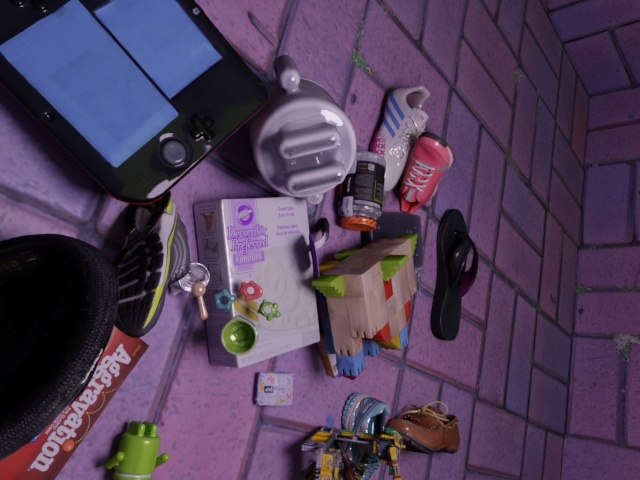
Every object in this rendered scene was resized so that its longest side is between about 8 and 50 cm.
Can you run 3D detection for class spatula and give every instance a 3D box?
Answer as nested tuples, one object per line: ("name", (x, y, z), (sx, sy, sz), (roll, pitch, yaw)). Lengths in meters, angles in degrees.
("spatula", (0.000, 0.000, 1.189), (0.296, 0.030, 0.084), (-68, 152, -70))

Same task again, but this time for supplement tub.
("supplement tub", (0.106, -0.126, 1.355), (0.117, 0.117, 0.190), (19, 73, -45))

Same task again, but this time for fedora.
("fedora", (-0.406, 0.156, 0.708), (0.152, 0.334, 0.334), (80, 32, -54))

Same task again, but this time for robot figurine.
("robot figurine", (-0.046, -0.219, 1.072), (0.200, 0.353, 0.300), (-11, 122, -7))
("robot figurine", (-0.315, 0.371, 0.891), (0.101, 0.067, 0.115), (26, 69, -46))

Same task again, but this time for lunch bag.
("lunch bag", (-0.102, 0.324, 1.141), (0.083, 0.053, 0.071), (13, 76, -37))

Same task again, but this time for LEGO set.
("LEGO set", (0.061, 0.568, 1.146), (0.192, 0.255, 0.331), (18, 84, -74))

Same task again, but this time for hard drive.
("hard drive", (0.208, 0.006, 1.503), (0.254, 0.054, 0.172), (-2, 88, -48))

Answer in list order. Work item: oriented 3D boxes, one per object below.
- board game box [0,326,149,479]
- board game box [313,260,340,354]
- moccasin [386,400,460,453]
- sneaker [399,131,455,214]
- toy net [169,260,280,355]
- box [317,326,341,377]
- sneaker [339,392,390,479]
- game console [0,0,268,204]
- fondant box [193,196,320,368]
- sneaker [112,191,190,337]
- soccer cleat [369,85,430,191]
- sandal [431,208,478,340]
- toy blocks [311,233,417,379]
("board game box", (-0.410, 0.244, 0.828), (0.145, 0.027, 0.281), (53, 52, -33))
("board game box", (0.058, 0.158, 1.300), (0.160, 0.047, 0.210), (-13, 88, -54))
("moccasin", (0.309, 0.537, 1.509), (0.380, 0.139, 0.147), (25, 68, -44))
("sneaker", (0.293, -0.175, 1.485), (0.136, 0.116, 0.314), (-53, 162, -22))
("toy net", (-0.192, 0.101, 0.964), (0.232, 0.045, 0.122), (40, 94, 1))
("box", (0.035, 0.275, 1.312), (0.081, 0.028, 0.136), (-32, 112, -45))
("sneaker", (0.107, 0.531, 1.300), (0.110, 0.122, 0.283), (22, 71, -44))
("game console", (-0.313, -0.287, 0.843), (0.342, 0.060, 0.386), (-47, 109, -19))
("fondant box", (-0.127, 0.076, 1.101), (0.238, 0.096, 0.330), (-8, 92, -48))
("sneaker", (-0.269, 0.042, 0.873), (0.300, 0.111, 0.121), (-93, 161, -47))
("soccer cleat", (0.230, -0.301, 1.484), (0.116, 0.143, 0.331), (28, 67, -43))
("sandal", (0.465, 0.112, 1.735), (0.167, 0.107, 0.446), (21, 72, -45))
("toy blocks", (0.134, 0.157, 1.238), (0.381, 0.191, 0.261), (-29, 114, -56))
